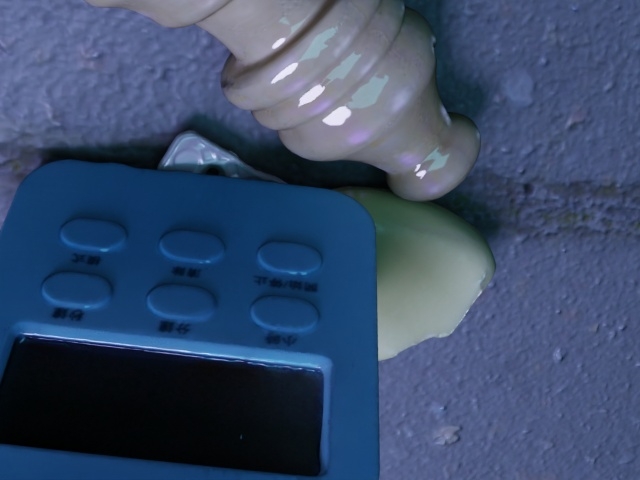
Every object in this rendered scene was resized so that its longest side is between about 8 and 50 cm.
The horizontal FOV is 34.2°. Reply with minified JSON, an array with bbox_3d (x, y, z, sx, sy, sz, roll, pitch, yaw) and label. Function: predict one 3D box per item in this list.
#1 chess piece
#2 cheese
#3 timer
[{"bbox_3d":[-0.012,-0.123,0.645,0.307,0.124,0.139,42,64,-32],"label":"chess piece"},{"bbox_3d":[0.000,0.000,0.730,0.255,0.050,0.127,28,104,-25],"label":"cheese"},{"bbox_3d":[-0.081,0.058,0.587,0.231,0.250,0.091,7,121,-5],"label":"timer"}]
